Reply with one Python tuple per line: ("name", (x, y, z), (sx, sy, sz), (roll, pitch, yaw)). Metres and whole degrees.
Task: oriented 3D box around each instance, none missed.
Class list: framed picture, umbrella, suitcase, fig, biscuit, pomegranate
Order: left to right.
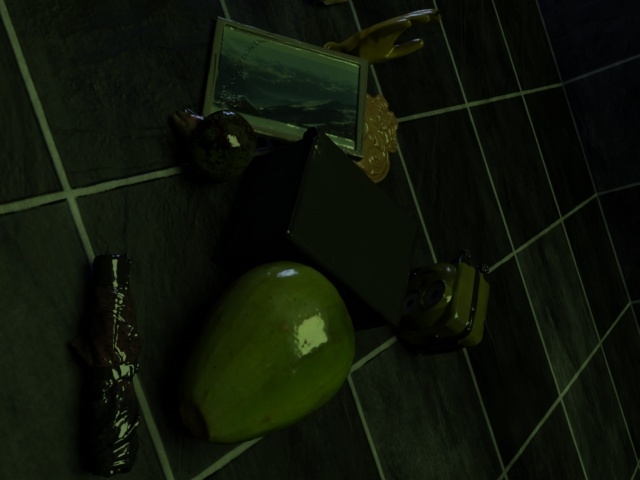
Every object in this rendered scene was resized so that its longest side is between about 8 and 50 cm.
("umbrella", (-0.303, 0.175, 1.036), (0.090, 0.094, 0.326), (24, 59, -61))
("pomegranate", (-0.188, -0.181, 1.281), (0.125, 0.138, 0.163), (-8, 53, -42))
("fig", (-0.098, 0.193, 1.168), (0.326, 0.258, 0.258), (-42, 112, -27))
("framed picture", (-0.064, -0.305, 1.426), (0.334, 0.022, 0.248), (12, 65, -17))
("biscuit", (0.124, -0.259, 1.750), (0.202, 0.044, 0.289), (59, 43, -18))
("suitcase", (0.288, 0.149, 1.686), (0.143, 0.193, 0.235), (38, 50, -26))

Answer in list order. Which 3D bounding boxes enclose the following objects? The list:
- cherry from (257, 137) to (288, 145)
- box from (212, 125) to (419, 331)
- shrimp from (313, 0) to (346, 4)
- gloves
("cherry", (-0.046, -0.223, 1.488), (0.148, 0.115, 0.188), (81, 28, -58))
("box", (0.001, 0.000, 1.375), (0.345, 0.204, 0.251), (41, 49, -35))
("shrimp", (0.010, -0.652, 1.741), (0.219, 0.046, 0.152), (-44, 113, -52))
("gloves", (0.147, -0.463, 1.643), (0.116, 0.294, 0.133), (60, 40, -16))
